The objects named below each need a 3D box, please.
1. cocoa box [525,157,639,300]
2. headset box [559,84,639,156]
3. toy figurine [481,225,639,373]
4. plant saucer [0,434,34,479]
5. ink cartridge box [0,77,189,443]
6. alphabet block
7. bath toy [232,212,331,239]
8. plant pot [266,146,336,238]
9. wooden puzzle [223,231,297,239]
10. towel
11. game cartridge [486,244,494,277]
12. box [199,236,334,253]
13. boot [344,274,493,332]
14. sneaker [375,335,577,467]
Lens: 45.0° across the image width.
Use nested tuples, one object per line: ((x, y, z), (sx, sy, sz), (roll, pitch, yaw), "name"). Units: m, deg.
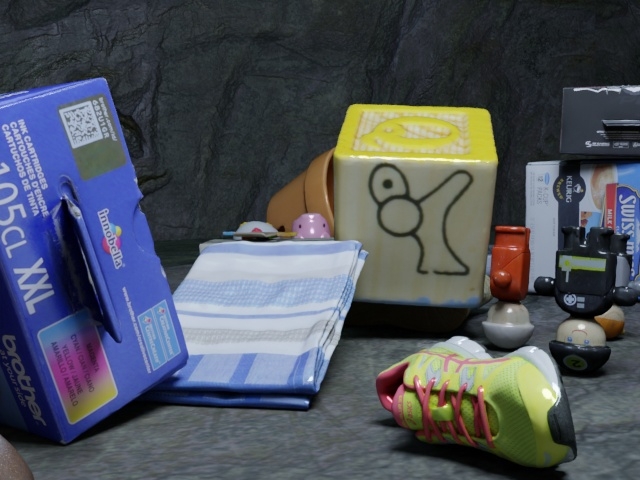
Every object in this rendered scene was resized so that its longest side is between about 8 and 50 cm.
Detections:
((0.544, -0.031, 1.382), (0.227, 0.232, 0.347), (4, 7, 40), "cocoa box")
((0.521, -0.193, 1.278), (0.217, 0.110, 0.293), (4, 7, 23), "headset box")
((0.304, 0.062, 0.859), (0.209, 0.148, 0.213), (3, 0, -21), "toy figurine")
((-0.335, 0.149, 0.458), (0.310, 0.050, 0.310), (-1, 3, 0), "plant saucer")
((-0.285, 0.011, 0.688), (0.395, 0.270, 0.151), (0, 21, 37), "ink cartridge box")
((0.118, -0.049, 0.981), (0.192, 0.197, 0.193), (3, 28, 5), "alphabet block")
((0.000, 0.000, 1.517), (0.347, 0.152, 0.129), (-7, 35, -4), "bath toy")
((0.013, -0.049, 1.773), (0.203, 0.291, 0.290), (-18, -5, 31), "plant pot")
((-0.106, -0.008, 1.347), (0.116, 0.014, 0.078), (2, 2, 35), "wooden puzzle")
((-0.073, 0.073, 0.809), (0.209, 0.034, 0.285), (-1, 27, 14), "towel")
((0.366, 0.045, 1.709), (0.197, 0.062, 0.297), (3, 4, 4), "game cartridge")
((-0.066, 0.052, 1.345), (0.274, 0.113, 0.094), (-2, 5, 9), "box")
((0.112, 0.063, 1.134), (0.261, 0.095, 0.203), (7, 9, 26), "boot")
((0.102, 0.121, 0.554), (0.094, 0.082, 0.208), (-10, -1, -16), "sneaker")
